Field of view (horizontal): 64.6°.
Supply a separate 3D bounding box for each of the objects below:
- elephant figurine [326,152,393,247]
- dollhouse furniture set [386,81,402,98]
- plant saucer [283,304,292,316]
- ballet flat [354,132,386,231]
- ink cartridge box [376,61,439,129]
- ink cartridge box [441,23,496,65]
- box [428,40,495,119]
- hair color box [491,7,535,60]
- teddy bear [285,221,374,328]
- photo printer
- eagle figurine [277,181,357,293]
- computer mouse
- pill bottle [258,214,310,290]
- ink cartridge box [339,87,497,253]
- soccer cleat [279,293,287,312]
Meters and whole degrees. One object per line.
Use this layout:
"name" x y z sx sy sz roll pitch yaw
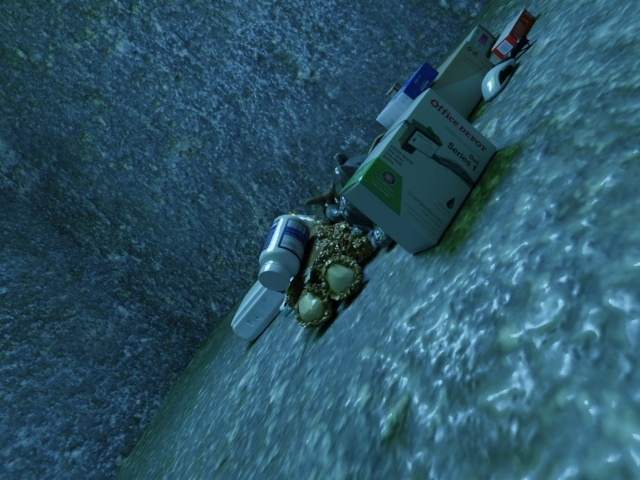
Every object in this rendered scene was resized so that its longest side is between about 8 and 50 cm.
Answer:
"elephant figurine" 0.088 -0.095 1.097 0.186 0.169 0.239 -11 22 36
"dollhouse furniture set" 0.243 -0.359 1.568 0.101 0.182 0.161 -54 7 -23
"plant saucer" -0.046 0.146 1.461 0.192 0.018 0.067 -48 7 30
"ballet flat" 0.140 -0.166 1.297 0.106 0.108 0.315 111 176 -51
"ink cartridge box" 0.212 -0.355 1.263 0.097 0.046 0.207 -53 6 -10
"ink cartridge box" 0.480 -0.601 1.720 0.193 0.088 0.234 -46 7 47
"box" 0.305 -0.337 1.282 0.311 0.121 0.148 -53 7 -22
"hair color box" 0.525 -0.561 1.377 0.141 0.043 0.072 -56 8 -29
"teddy bear" 0.021 0.073 1.120 0.245 0.113 0.338 -58 14 0
"photo printer" -0.187 0.191 1.772 0.256 0.107 0.307 -50 7 9
"eagle figurine" -0.007 -0.006 1.404 0.225 0.227 0.298 50 133 49
"computer mouse" 0.420 -0.398 1.183 0.193 0.042 0.106 -55 9 -33
"pill bottle" -0.085 0.029 1.151 0.094 0.094 0.169 -45 21 43
"ink cartridge box" 0.164 -0.115 0.833 0.219 0.160 0.092 -54 8 -20
"soccer cleat" -0.100 0.187 1.568 0.036 0.029 0.083 -30 23 48
